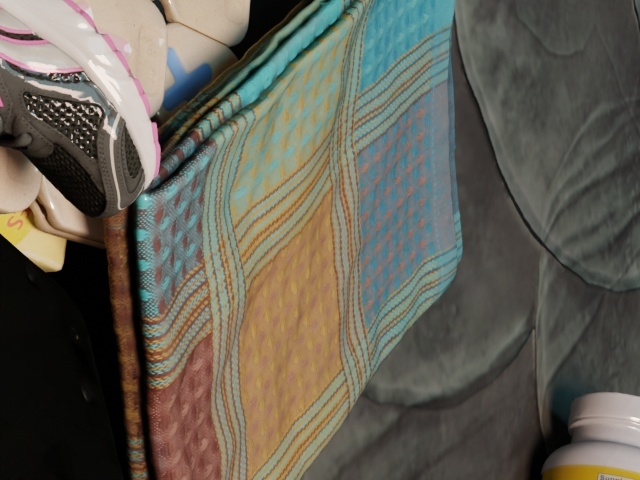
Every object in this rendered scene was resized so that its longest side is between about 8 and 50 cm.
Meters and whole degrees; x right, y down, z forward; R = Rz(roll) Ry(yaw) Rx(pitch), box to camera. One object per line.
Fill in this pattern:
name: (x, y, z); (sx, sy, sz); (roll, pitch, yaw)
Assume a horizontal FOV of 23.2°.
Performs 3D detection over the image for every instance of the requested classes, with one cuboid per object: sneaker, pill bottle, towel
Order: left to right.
sneaker: (-0.136, -0.068, 0.554); (0.178, 0.072, 0.077); (49, 61, -24)
towel: (0.000, 0.000, 0.831); (0.370, 0.040, 0.271); (-50, 145, -50)
pill bottle: (0.203, 0.207, 1.113); (0.103, 0.103, 0.184); (39, 55, -44)

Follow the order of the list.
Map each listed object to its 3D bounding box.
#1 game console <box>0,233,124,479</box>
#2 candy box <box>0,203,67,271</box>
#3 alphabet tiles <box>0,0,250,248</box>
game console: (-0.134, 0.099, 0.420); (0.342, 0.060, 0.386); (51, 15, -52)
candy box: (-0.176, -0.158, 0.665); (0.183, 0.087, 0.316); (27, 63, -51)
alphabet tiles: (-0.110, -0.145, 0.663); (0.278, 0.021, 0.284); (20, 70, -54)
